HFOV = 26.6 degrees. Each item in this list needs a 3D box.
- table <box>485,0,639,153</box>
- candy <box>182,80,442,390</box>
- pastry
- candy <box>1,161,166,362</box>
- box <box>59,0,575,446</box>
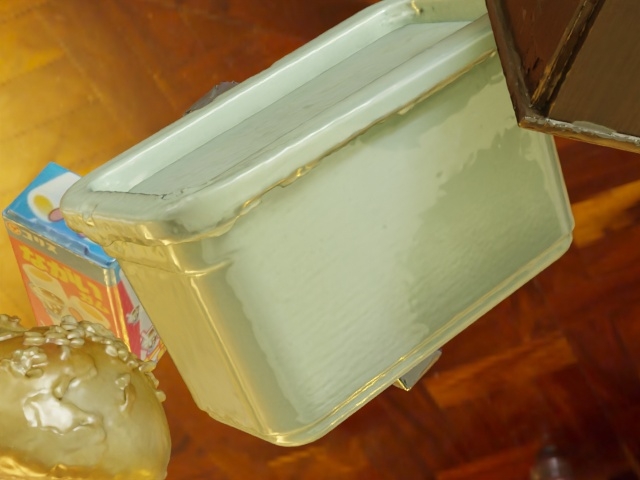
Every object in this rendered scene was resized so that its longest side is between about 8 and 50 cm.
[{"bbox_3d":[0.199,-0.168,0.713,0.172,0.169,0.193,11,132,-15],"label":"table"},{"bbox_3d":[0.000,0.000,1.151,0.061,0.088,0.312,-42,119,-13],"label":"candy"},{"bbox_3d":[-0.293,0.174,1.374,0.315,0.184,0.284,-12,145,41],"label":"pastry"},{"bbox_3d":[-0.280,0.050,1.679,0.157,0.100,0.306,27,151,17],"label":"candy"},{"bbox_3d":[0.018,-0.018,0.860,0.312,0.175,0.182,-33,113,-27],"label":"box"}]
